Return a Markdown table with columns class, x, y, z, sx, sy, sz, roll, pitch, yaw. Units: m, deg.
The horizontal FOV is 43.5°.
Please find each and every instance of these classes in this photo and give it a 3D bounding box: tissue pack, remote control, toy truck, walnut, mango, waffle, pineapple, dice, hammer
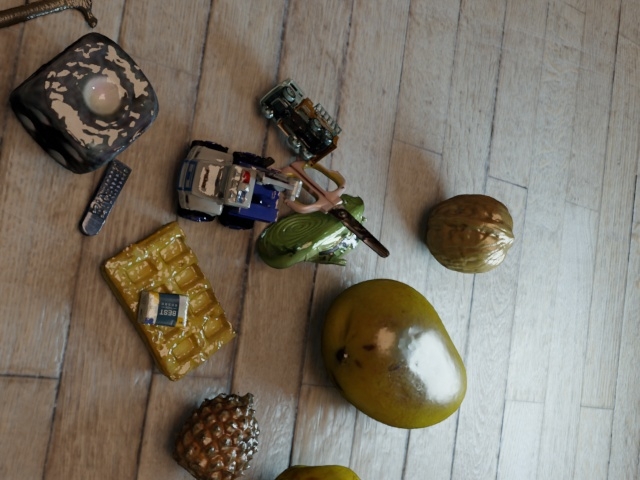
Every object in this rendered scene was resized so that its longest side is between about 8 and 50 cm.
| class | x | y | z | sx | sy | sz | roll | pitch | yaw |
| --- | --- | --- | --- | --- | --- | --- | --- | --- | --- |
| tissue pack | -0.287 | 0.125 | 1.469 | 0.083 | 0.042 | 0.062 | 12 | 81 | -35 |
| remote control | -0.398 | -0.077 | 1.471 | 0.043 | 0.027 | 0.153 | 33 | 69 | -26 |
| toy truck | -0.161 | -0.102 | 1.547 | 0.213 | 0.177 | 0.161 | 12 | 90 | -37 |
| walnut | 0.362 | -0.016 | 1.922 | 0.213 | 0.213 | 0.213 | 0 | 90 | -37 |
| mango | 0.178 | 0.261 | 1.789 | 0.445 | 0.220 | 0.302 | 35 | 63 | -41 |
| waffle | -0.288 | 0.115 | 1.531 | 0.168 | 0.057 | 0.274 | -36 | 110 | -30 |
| pineapple | -0.186 | 0.374 | 1.547 | 0.166 | 0.166 | 0.193 | 49 | 64 | -26 |
| toy truck | -0.038 | -0.261 | 1.694 | 0.178 | 0.080 | 0.115 | 48 | 31 | -15 |
| dice | -0.402 | -0.232 | 1.372 | 0.181 | 0.183 | 0.182 | -47 | 115 | -25 |
| hammer | -0.528 | -0.385 | 1.375 | 0.297 | 0.027 | 0.125 | -31 | 108 | -32 |

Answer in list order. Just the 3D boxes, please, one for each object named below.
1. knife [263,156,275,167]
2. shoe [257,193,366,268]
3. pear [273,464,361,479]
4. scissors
| class | x | y | z | sx | sy | sz | roll | pitch | yaw |
| --- | --- | --- | --- | --- | --- | --- | --- | --- | --- |
| knife | -0.163 | -0.140 | 1.655 | 0.170 | 0.010 | 0.023 | -27 | 106 | -32 |
| shoe | -0.002 | -0.006 | 1.693 | 0.262 | 0.140 | 0.128 | -37 | 115 | -28 |
| pear | -0.013 | 0.586 | 1.613 | 0.280 | 0.280 | 0.281 | 0 | 90 | -37 |
| scissors | 0.029 | -0.070 | 1.657 | 0.160 | 0.317 | 0.024 | -32 | 153 | -33 |
